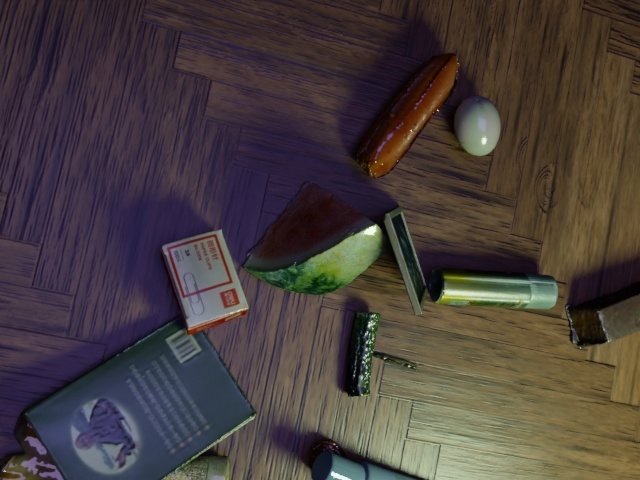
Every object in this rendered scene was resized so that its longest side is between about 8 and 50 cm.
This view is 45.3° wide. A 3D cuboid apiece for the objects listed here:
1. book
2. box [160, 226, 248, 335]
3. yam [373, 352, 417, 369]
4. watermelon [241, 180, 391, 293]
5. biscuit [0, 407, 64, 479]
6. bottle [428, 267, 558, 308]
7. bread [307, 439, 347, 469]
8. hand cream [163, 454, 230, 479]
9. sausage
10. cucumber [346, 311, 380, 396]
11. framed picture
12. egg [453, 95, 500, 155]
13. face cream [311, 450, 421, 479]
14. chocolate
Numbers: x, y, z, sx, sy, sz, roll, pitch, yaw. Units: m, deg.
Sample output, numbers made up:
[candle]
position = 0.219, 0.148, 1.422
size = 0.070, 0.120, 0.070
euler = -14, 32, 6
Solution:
[book]
position = -0.343, 0.338, 1.495
size = 0.370, 0.043, 0.260
euler = -31, 83, -22
[box]
position = -0.232, 0.080, 1.529
size = 0.133, 0.099, 0.182
euler = -16, 78, -15
[yam]
position = 0.166, 0.265, 1.686
size = 0.107, 0.014, 0.014
euler = 19, 82, -12
[watermelon]
position = 0.000, 0.000, 1.578
size = 0.193, 0.232, 0.310
euler = 45, 122, -11
[biscuit]
position = -0.507, 0.431, 1.481
size = 0.207, 0.047, 0.164
euler = 24, 82, -12
[bottle]
position = 0.390, 0.109, 1.719
size = 0.285, 0.082, 0.082
euler = 4, 86, -15
[bread]
position = 0.016, 0.462, 1.615
size = 0.084, 0.053, 0.085
euler = 1, 87, -15
[hand cream]
position = -0.284, 0.462, 1.531
size = 0.203, 0.084, 0.084
euler = 9, 85, -6
[sausage]
position = 0.192, -0.281, 1.679
size = 0.102, 0.102, 0.330
euler = 40, 79, -10
[cucumber]
position = 0.090, 0.245, 1.648
size = 0.058, 0.058, 0.187
euler = 9, 86, -14
[framed picture]
position = 0.177, 0.032, 1.578
size = 0.019, 0.281, 0.209
euler = -18, 94, 12
[egg]
position = 0.351, -0.257, 1.716
size = 0.103, 0.103, 0.135
euler = -7, 91, -15
[face cream]
position = 0.146, 0.537, 1.616
size = 0.385, 0.086, 0.136
euler = 31, 79, -28
[chocolate]
position = 0.742, 0.162, 1.795
size = 0.321, 0.112, 0.112
euler = -16, 89, -15
